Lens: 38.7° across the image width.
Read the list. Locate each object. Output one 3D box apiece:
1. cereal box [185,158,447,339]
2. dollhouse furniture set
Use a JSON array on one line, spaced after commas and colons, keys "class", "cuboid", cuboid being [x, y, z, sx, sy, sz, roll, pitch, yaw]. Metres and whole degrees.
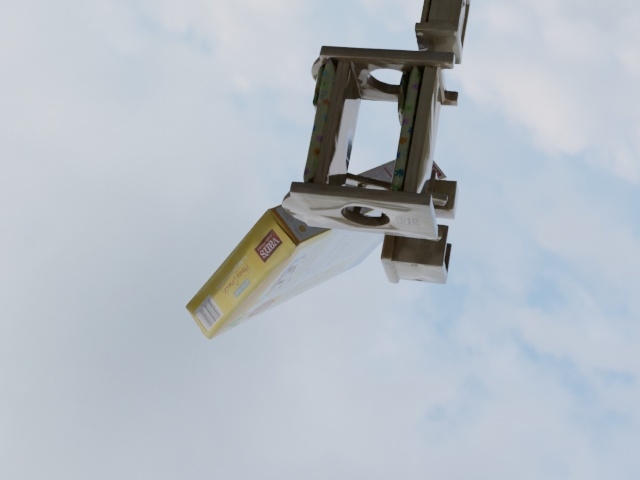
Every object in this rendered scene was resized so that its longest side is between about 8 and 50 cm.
[{"class": "cereal box", "cuboid": [0.000, 0.000, 0.891, 0.240, 0.173, 0.047, -25, -106, -47]}, {"class": "dollhouse furniture set", "cuboid": [0.050, -0.080, 0.670, 0.101, 0.161, 0.181, 6, -110, 14]}]
